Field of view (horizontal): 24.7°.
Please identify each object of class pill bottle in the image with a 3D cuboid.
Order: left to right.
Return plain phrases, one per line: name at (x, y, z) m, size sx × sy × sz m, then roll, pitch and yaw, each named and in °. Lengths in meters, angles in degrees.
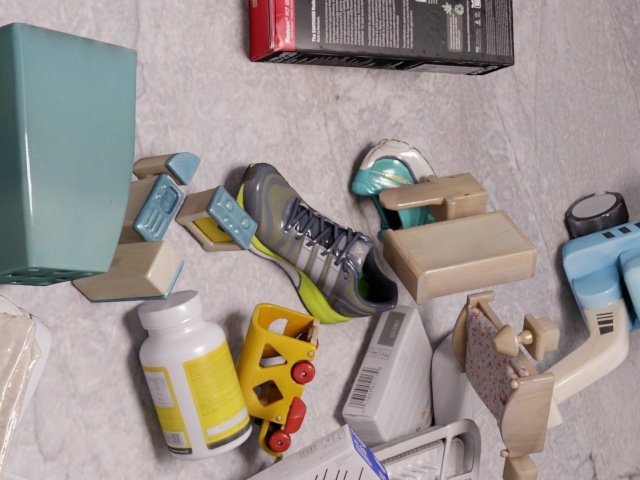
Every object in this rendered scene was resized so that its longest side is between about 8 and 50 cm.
pill bottle at (-0.152, 0.156, 1.709) m, size 0.103 × 0.103 × 0.184 m, roll -31°, pitch 110°, yaw -49°

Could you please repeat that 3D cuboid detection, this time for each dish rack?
dish rack at (0.093, 0.393, 1.981) m, size 0.333 × 0.072 × 0.285 m, roll -10°, pitch 109°, yaw -52°

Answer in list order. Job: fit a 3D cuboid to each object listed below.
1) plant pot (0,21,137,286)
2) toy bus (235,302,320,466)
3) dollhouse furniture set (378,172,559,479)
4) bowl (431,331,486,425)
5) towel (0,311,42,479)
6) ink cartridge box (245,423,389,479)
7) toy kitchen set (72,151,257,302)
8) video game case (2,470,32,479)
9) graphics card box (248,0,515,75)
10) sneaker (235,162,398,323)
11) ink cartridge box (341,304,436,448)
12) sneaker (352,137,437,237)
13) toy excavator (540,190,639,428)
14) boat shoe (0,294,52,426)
plant pot at (-0.292, -0.076, 1.489) m, size 0.165 × 0.166 × 0.234 m, roll 6°, pitch 75°, yaw -51°
toy bus at (-0.070, 0.178, 1.808) m, size 0.104 × 0.191 × 0.202 m, roll 18°, pitch 64°, yaw -3°
dollhouse furniture set at (0.173, 0.137, 2.008) m, size 0.174 × 0.303 × 0.355 m, roll -10°, pitch 126°, yaw -17°
bowl at (0.217, 0.209, 2.178) m, size 0.142 × 0.053 × 0.142 m, roll -32°, pitch 121°, yaw -55°
towel at (-0.406, 0.128, 1.312) m, size 0.049 × 0.282 × 0.187 m, roll 110°, pitch -6°, yaw -67°
ink cartridge box at (-0.027, 0.312, 1.778) m, size 0.097 × 0.207 × 0.046 m, roll 53°, pitch 13°, yaw -34°
toy kitchen set at (-0.156, 0.012, 1.705) m, size 0.166 × 0.122 × 0.207 m, roll 49°, pitch 51°, yaw -36°
video game case at (-0.321, 0.325, 1.547) m, size 0.157 × 0.019 × 0.143 m, roll 33°, pitch 62°, yaw -45°
graphics card box at (0.082, -0.348, 1.958) m, size 0.371 × 0.094 × 0.232 m, roll -1°, pitch 85°, yaw -25°
sneaker at (0.000, 0.000, 1.902) m, size 0.300 × 0.121 × 0.111 m, roll 46°, pitch 52°, yaw -38°
ink cartridge box at (0.112, 0.232, 2.093) m, size 0.232 × 0.066 × 0.189 m, roll 70°, pitch 35°, yaw -51°
sneaker at (0.136, -0.026, 2.119) m, size 0.110 × 0.107 × 0.275 m, roll -51°, pitch 122°, yaw -17°
toy excavator at (0.493, 0.106, 2.401) m, size 0.445 × 0.433 × 0.222 m, roll -80°, pitch 149°, yaw -64°
boat shoe at (-0.381, 0.188, 1.392) m, size 0.156 × 0.136 × 0.367 m, roll 42°, pitch 48°, yaw -32°
